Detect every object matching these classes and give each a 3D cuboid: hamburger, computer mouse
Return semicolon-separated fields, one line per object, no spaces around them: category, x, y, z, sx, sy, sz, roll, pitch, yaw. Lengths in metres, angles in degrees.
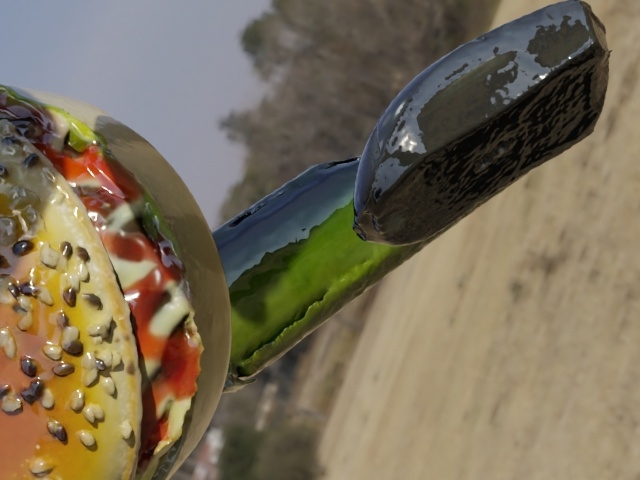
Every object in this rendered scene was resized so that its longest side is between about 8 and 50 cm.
hamburger;-0.196;0.045;0.931;0.176;0.300;0.300;-25;-39;-58
computer mouse;0.100;-0.079;1.090;0.217;0.073;0.122;-31;-28;-14

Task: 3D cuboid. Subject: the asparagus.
asparagus;0.000;0.000;1.353;0.382;0.128;0.108;-34;-40;-22
